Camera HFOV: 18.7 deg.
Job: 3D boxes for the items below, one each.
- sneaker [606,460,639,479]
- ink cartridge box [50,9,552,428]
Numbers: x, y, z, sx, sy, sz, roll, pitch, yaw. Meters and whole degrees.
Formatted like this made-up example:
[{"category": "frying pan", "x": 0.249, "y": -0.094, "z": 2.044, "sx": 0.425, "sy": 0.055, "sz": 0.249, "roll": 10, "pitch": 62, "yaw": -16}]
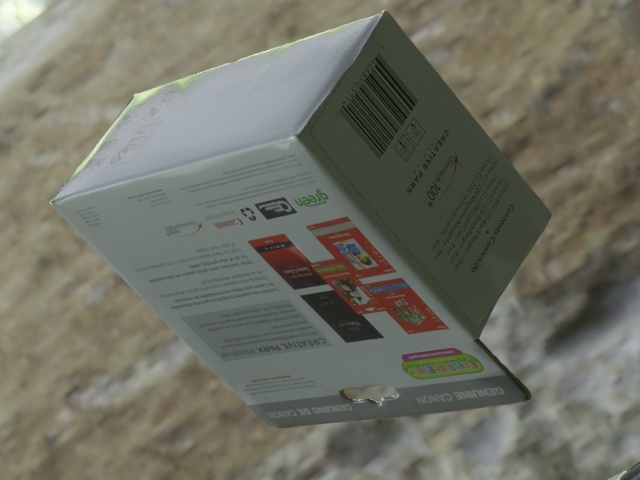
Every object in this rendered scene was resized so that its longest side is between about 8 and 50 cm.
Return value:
[{"category": "sneaker", "x": 0.149, "y": 0.158, "z": 0.992, "sx": 0.121, "sy": 0.217, "sz": 0.079, "roll": -20, "pitch": -112, "yaw": 7}, {"category": "ink cartridge box", "x": 0.000, "y": 0.000, "z": 1.439, "sx": 0.309, "sy": 0.272, "sz": 0.130, "roll": -11, "pitch": -142, "yaw": 49}]
